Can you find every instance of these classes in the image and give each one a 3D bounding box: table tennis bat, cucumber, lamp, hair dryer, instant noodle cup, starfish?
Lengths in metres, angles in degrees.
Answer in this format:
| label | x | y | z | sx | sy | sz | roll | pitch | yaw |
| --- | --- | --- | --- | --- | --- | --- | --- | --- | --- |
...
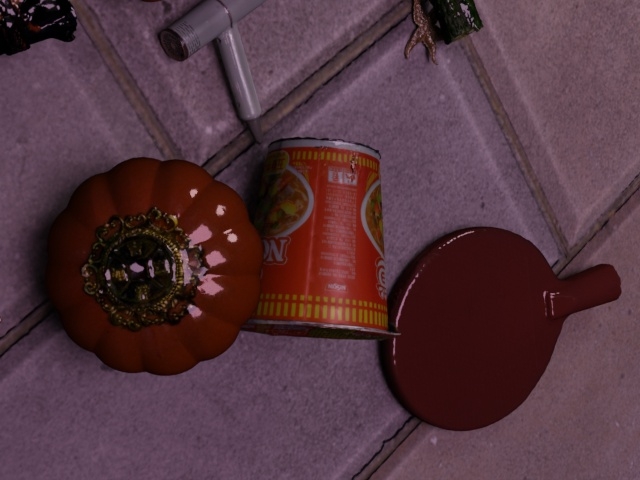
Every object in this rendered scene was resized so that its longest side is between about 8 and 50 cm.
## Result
| label | x | y | z | sx | sy | sz | roll | pitch | yaw |
| --- | --- | --- | --- | --- | --- | --- | --- | --- | --- |
| table tennis bat | 0.248 | 0.103 | 1.673 | 0.415 | 0.051 | 0.268 | -16 | 104 | -33 |
| cucumber | 0.146 | -0.335 | 1.541 | 0.058 | 0.058 | 0.187 | -35 | 108 | -29 |
| lamp | -0.167 | 0.026 | 1.263 | 0.223 | 0.196 | 0.223 | 0 | 92 | 1 |
| hair dryer | -0.081 | -0.197 | 1.410 | 0.155 | 0.044 | 0.183 | -42 | 122 | -25 |
| instant noodle cup | 0.000 | 0.000 | 1.406 | 0.193 | 0.193 | 0.212 | 11 | 80 | -37 |
| starfish | 0.131 | -0.266 | 1.574 | 0.086 | 0.016 | 0.092 | 48 | 69 | -23 |

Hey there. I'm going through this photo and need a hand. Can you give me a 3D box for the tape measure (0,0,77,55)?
| label | x | y | z | sx | sy | sz | roll | pitch | yaw |
| --- | --- | --- | --- | --- | --- | --- | --- | --- | --- |
| tape measure | -0.347 | -0.259 | 1.146 | 0.202 | 0.135 | 0.222 | -26 | 107 | -22 |
